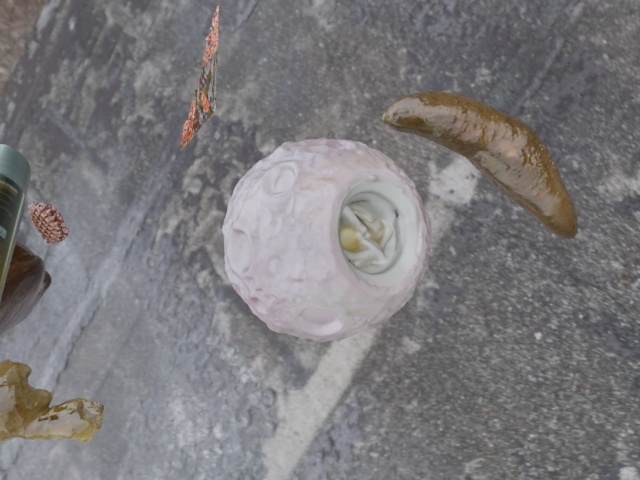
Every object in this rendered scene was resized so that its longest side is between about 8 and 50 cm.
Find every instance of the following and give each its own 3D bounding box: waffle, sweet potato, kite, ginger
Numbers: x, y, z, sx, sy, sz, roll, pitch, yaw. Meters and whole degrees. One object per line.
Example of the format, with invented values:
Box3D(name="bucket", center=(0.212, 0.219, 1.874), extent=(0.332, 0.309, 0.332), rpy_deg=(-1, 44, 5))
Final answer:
Box3D(name="waffle", center=(-0.474, -0.032, 1.365), extent=(0.075, 0.029, 0.083), rpy_deg=(4, 122, 37))
Box3D(name="sweet potato", center=(0.257, -0.129, 1.141), extent=(0.114, 0.341, 0.092), rpy_deg=(-58, 9, 1))
Box3D(name="kite", center=(-0.152, -0.195, 1.049), extent=(0.125, 0.008, 0.222), rpy_deg=(56, 133, 53))
Box3D(name="ginger", center=(-0.327, 0.180, 0.874), extent=(0.067, 0.165, 0.096), rpy_deg=(138, 131, -66))

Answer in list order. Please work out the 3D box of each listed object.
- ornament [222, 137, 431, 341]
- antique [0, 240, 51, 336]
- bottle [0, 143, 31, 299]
Box3D(name="ornament", center=(0.000, 0.000, 0.981), extent=(0.225, 0.259, 0.259), rpy_deg=(-7, 71, 53))
Box3D(name="antique", center=(-0.576, 0.095, 1.336), extent=(0.129, 0.278, 0.223), rpy_deg=(38, 104, 0))
Box3D(name="bottle", center=(-0.413, -0.013, 0.960), extent=(0.082, 0.082, 0.286), rpy_deg=(-42, 34, 22))
